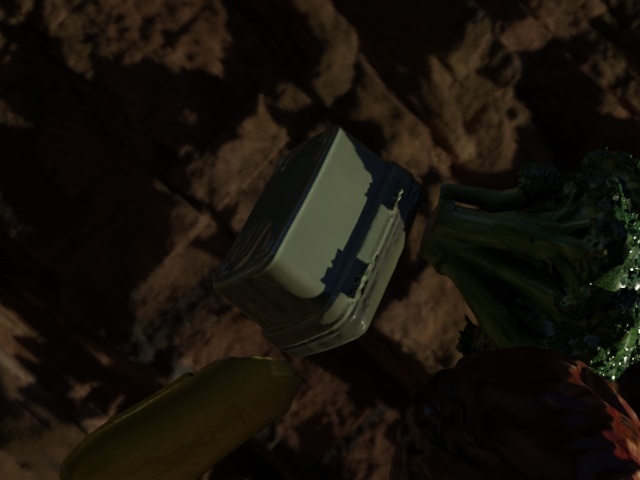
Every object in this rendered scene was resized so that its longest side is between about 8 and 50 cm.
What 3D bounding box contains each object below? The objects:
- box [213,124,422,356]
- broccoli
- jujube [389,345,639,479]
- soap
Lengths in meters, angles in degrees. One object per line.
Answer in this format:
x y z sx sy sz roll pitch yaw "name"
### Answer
0.000 0.000 1.051 0.129 0.210 0.148 39 -34 -20 "box"
0.239 0.031 1.148 0.275 0.308 0.308 23 -5 -4 "broccoli"
0.152 0.196 0.744 0.216 0.216 0.342 42 7 -3 "jujube"
-0.083 0.119 0.650 0.089 0.168 0.033 49 12 -50 "soap"
